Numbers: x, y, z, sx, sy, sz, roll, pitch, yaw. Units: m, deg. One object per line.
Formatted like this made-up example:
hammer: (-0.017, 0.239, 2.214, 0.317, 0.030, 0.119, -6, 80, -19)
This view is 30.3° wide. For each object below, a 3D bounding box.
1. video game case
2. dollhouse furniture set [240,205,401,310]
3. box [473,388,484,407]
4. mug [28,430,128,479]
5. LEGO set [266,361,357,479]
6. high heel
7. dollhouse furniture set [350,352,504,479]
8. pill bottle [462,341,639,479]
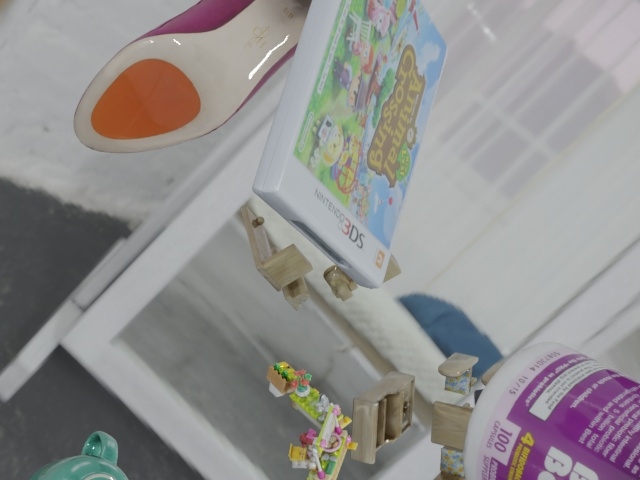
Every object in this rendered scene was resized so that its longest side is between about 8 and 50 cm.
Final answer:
video game case: (0.031, -0.094, 0.859, 0.193, 0.023, 0.213, 42, 61, -58)
dollhouse furniture set: (0.000, 0.000, 1.615, 0.144, 0.151, 0.123, 51, 14, -43)
box: (0.353, 0.368, 2.123, 0.207, 0.108, 0.153, 54, 31, -55)
mug: (-0.296, 0.318, 1.463, 0.129, 0.097, 0.158, -2, 76, -41)
LEGO set: (-0.019, 0.267, 1.773, 0.287, 0.132, 0.107, -96, 174, -46)
high heel: (-0.098, -0.220, 1.295, 0.127, 0.377, 0.181, 60, 12, -20)
dollhouse furniture set: (0.192, 0.308, 1.942, 0.242, 0.212, 0.161, 10, 17, 26)
pill bottle: (0.284, 0.219, 1.026, 0.169, 0.169, 0.301, 11, 12, -47)
